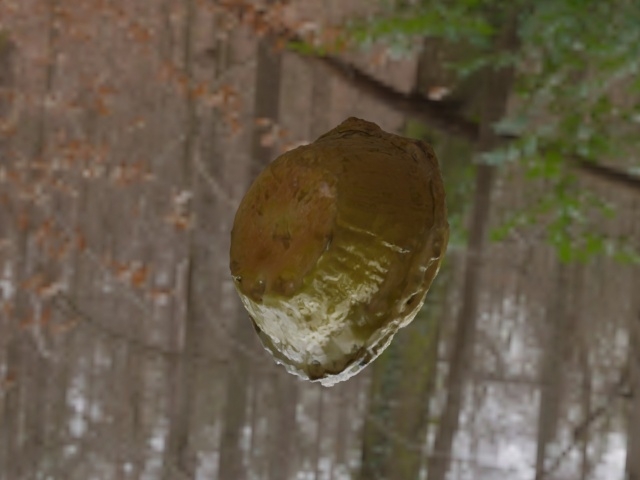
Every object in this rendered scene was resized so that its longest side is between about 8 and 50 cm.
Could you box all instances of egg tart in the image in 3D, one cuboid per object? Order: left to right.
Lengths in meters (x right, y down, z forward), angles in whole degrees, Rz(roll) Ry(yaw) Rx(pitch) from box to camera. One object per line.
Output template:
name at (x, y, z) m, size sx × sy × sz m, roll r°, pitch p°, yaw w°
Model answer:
egg tart at (0.000, 0.000, 0.599) m, size 0.039 × 0.105 × 0.105 m, roll 25°, pitch 169°, yaw -39°
